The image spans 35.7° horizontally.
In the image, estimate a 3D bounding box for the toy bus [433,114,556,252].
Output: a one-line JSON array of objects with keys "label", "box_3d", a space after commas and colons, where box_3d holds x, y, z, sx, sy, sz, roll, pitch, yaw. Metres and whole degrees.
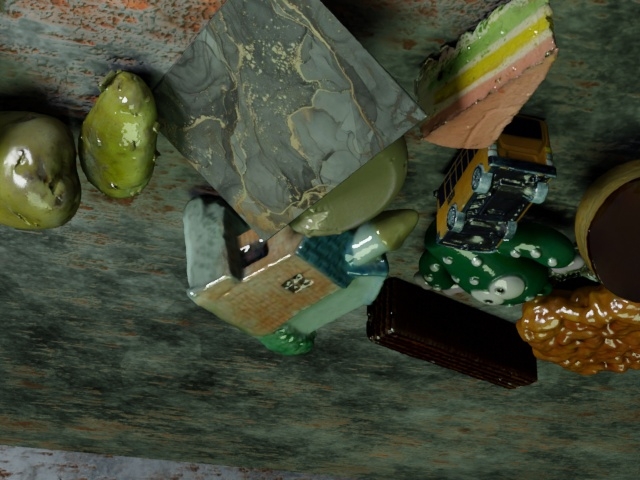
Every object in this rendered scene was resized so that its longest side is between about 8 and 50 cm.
[{"label": "toy bus", "box_3d": [0.227, -0.075, 1.337, 0.098, 0.114, 0.201, 9, 147, -12]}]

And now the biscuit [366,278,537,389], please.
[{"label": "biscuit", "box_3d": [0.248, 0.177, 1.837, 0.388, 0.107, 0.073, 21, 147, -31]}]

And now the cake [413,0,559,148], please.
[{"label": "cake", "box_3d": [0.205, -0.189, 1.119, 0.090, 0.109, 0.225, 18, 150, -26]}]

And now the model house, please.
[{"label": "model house", "box_3d": [0.000, 0.000, 1.485, 0.325, 0.194, 0.267, -27, 140, 22]}]

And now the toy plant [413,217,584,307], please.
[{"label": "toy plant", "box_3d": [0.271, 0.037, 1.555, 0.243, 0.112, 0.232, 14, 150, -8]}]

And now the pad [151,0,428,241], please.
[{"label": "pad", "box_3d": [-0.063, -0.152, 1.189, 0.247, 0.007, 0.367, 47, 141, -7]}]

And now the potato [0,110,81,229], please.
[{"label": "potato", "box_3d": [-0.401, -0.094, 1.323, 0.200, 0.154, 0.137, 7, 179, 41]}]

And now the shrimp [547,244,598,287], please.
[{"label": "shrimp", "box_3d": [0.428, 0.029, 1.598, 0.174, 0.076, 0.082, -21, 104, 46]}]

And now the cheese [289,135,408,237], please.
[{"label": "cheese", "box_3d": [0.029, -0.103, 1.287, 0.175, 0.091, 0.202, -21, 144, -10]}]

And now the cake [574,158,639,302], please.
[{"label": "cake", "box_3d": [0.445, -0.026, 1.382, 0.185, 0.178, 0.208, -24, 113, 9]}]

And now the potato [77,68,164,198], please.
[{"label": "potato", "box_3d": [-0.259, -0.133, 1.292, 0.117, 0.090, 0.225, 43, 147, 8]}]

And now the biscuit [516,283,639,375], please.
[{"label": "biscuit", "box_3d": [0.524, 0.149, 1.752, 0.312, 0.110, 0.318, -13, 149, 33]}]
